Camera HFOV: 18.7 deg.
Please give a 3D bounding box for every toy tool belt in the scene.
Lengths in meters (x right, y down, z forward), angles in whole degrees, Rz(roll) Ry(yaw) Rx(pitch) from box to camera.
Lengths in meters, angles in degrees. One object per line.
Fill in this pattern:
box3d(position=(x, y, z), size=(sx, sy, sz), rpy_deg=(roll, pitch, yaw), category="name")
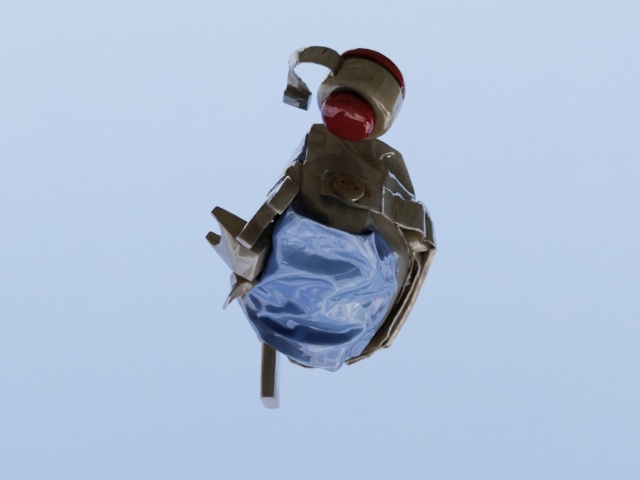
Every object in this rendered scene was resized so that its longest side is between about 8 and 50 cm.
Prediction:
box3d(position=(0.000, 0.000, 0.460), size=(0.052, 0.083, 0.051), rpy_deg=(20, -131, 10), category="toy tool belt")
